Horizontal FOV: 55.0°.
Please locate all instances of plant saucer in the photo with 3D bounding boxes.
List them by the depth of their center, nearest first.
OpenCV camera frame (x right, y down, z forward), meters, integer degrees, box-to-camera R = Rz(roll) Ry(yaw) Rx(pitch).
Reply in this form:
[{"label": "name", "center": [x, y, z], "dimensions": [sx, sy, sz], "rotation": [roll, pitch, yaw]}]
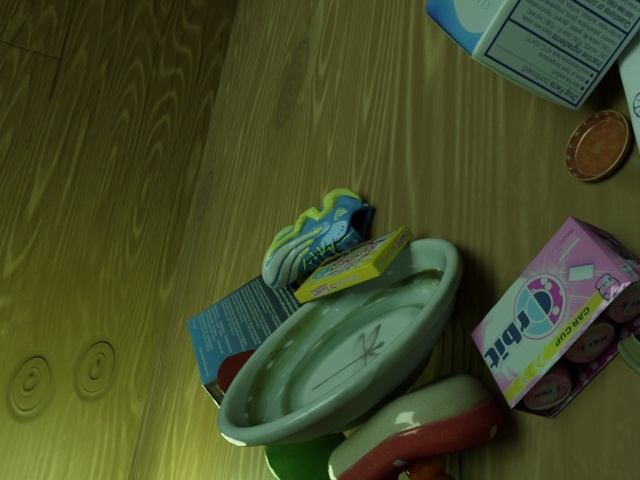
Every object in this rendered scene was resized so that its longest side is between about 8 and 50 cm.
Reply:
[{"label": "plant saucer", "center": [0.311, -0.105, 0.689], "dimensions": [0.083, 0.013, 0.084], "rotation": [-44, 35, 44]}, {"label": "plant saucer", "center": [0.042, 0.155, 0.848], "dimensions": [0.400, 0.101, 0.400], "rotation": [-36, 10, 7]}]

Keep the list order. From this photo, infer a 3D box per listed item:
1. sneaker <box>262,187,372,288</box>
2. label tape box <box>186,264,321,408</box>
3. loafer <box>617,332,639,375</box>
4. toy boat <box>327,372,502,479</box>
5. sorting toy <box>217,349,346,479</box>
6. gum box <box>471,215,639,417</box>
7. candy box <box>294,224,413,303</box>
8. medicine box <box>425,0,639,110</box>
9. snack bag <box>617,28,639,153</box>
[{"label": "sneaker", "center": [0.000, 0.000, 1.107], "dimensions": [0.240, 0.091, 0.126], "rotation": [-50, 33, -13]}, {"label": "label tape box", "center": [-0.073, 0.149, 1.158], "dimensions": [0.333, 0.106, 0.240], "rotation": [-32, 27, -4]}, {"label": "loafer", "center": [0.313, 0.110, 0.496], "dimensions": [0.148, 0.056, 0.050], "rotation": [37, 107, 54]}, {"label": "toy boat", "center": [0.124, 0.262, 0.717], "dimensions": [0.151, 0.151, 0.231], "rotation": [56, 131, 23]}, {"label": "sorting toy", "center": [-0.043, 0.333, 0.935], "dimensions": [0.365, 0.127, 0.126], "rotation": [45, 136, 35]}, {"label": "gum box", "center": [0.250, 0.076, 0.632], "dimensions": [0.188, 0.062, 0.107], "rotation": [-59, 28, 27]}, {"label": "candy box", "center": [0.048, 0.041, 0.978], "dimensions": [0.206, 0.027, 0.105], "rotation": [-26, 17, 50]}, {"label": "medicine box", "center": [0.279, -0.342, 0.714], "dimensions": [0.289, 0.149, 0.263], "rotation": [-59, 18, 25]}, {"label": "snack bag", "center": [0.412, -0.172, 0.500], "dimensions": [0.342, 0.037, 0.323], "rotation": [-37, 41, 51]}]
